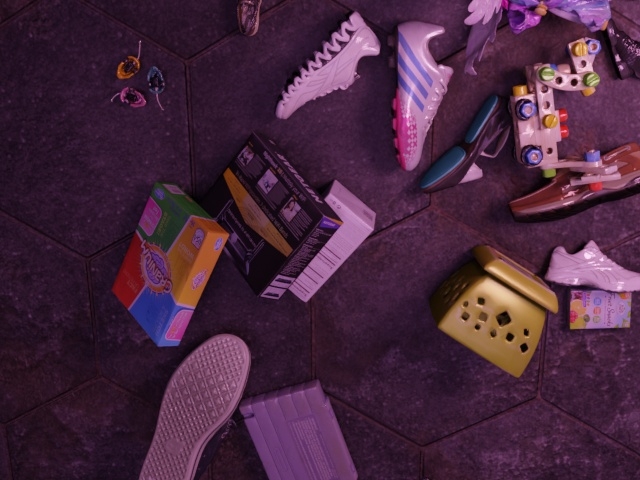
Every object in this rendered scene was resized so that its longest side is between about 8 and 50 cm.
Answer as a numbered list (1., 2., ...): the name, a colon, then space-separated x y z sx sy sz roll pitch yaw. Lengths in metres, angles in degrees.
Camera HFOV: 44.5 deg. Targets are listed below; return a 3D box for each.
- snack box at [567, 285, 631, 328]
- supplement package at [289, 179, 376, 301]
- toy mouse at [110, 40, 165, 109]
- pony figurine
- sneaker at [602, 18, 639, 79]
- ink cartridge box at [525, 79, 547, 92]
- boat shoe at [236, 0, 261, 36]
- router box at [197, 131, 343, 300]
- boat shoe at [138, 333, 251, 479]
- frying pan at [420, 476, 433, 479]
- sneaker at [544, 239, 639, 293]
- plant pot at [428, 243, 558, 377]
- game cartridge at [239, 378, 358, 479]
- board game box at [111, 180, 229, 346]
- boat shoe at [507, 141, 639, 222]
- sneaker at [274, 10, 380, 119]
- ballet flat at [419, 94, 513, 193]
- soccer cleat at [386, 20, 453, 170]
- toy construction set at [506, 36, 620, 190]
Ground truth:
1. snack box: 0.669 0.159 1.881 0.141 0.037 0.100 -2 108 6
2. supplement package: 0.000 0.000 1.844 0.134 0.139 0.244 40 108 -7
3. toy mouse: -0.413 -0.359 1.826 0.143 0.031 0.161 43 107 -8
4. pony figurine: 0.413 -0.535 1.590 0.363 0.303 0.351 10 76 6
5. sneaker: 0.675 -0.415 1.692 0.089 0.051 0.170 -22 109 12
6. ink cartridge box: 0.483 -0.342 1.743 0.048 0.028 0.083 10 107 1
7. boat shoe: -0.158 -0.531 1.735 0.056 0.049 0.152 2 108 6
8. router box: -0.125 -0.057 1.778 0.243 0.081 0.309 -50 57 17
9. boat shoe: -0.315 0.453 2.014 0.187 0.156 0.500 27 103 12
10. frying pan: 0.397 0.746 2.090 0.326 0.053 0.197 17 109 2
11. sneaker: 0.645 0.059 1.815 0.232 0.090 0.115 8 89 13
12. plant pot: 0.404 0.146 1.813 0.228 0.227 0.207 31 101 -4
13. game cartridge: -0.047 0.551 2.069 0.230 0.068 0.355 -18 105 7
14. board game box: -0.365 0.055 1.864 0.242 0.064 0.316 40 112 36
15. boat shoe: 0.581 -0.130 1.768 0.324 0.122 0.120 -17 75 8
16. sneaker: 0.012 -0.369 1.748 0.118 0.110 0.292 40 108 -17
17. ballet flat: 0.347 -0.197 1.773 0.096 0.095 0.280 34 108 -18
18. soccer cleat: 0.224 -0.317 1.731 0.143 0.116 0.331 -3 107 7
19. toy construction set: 0.520 -0.259 1.676 0.215 0.151 0.328 -12 91 -3
